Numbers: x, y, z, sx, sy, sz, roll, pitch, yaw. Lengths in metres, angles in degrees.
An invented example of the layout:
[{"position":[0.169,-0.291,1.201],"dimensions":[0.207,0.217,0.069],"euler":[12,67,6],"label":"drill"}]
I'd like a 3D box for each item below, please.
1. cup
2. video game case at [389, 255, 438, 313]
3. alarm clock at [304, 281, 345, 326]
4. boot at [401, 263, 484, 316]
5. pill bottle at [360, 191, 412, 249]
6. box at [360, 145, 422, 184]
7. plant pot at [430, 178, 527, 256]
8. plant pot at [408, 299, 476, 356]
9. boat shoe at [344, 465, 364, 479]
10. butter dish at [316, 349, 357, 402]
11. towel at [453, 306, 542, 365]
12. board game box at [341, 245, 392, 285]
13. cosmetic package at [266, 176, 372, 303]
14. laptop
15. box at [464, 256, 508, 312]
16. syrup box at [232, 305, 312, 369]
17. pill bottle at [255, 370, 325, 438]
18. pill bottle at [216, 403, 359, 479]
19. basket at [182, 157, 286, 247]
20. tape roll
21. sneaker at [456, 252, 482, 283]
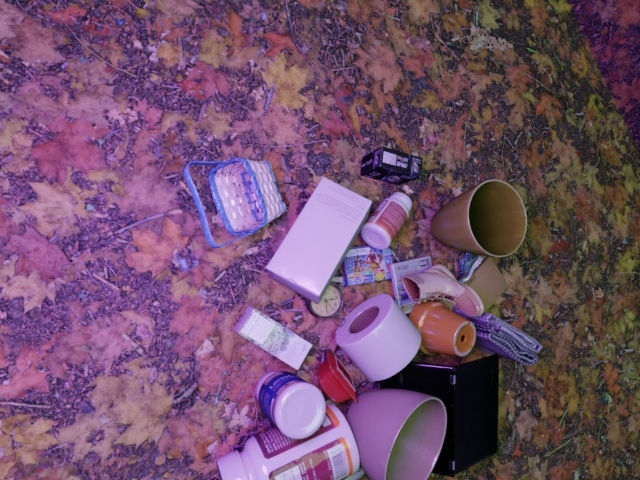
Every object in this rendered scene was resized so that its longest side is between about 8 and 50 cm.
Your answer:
[{"position":[0.221,0.619,1.366],"dimensions":[0.331,0.237,0.331],"euler":[-13,109,-41],"label":"cup"},{"position":[0.361,0.169,1.615],"dimensions":[0.212,0.023,0.193],"euler":[-9,89,-35],"label":"video game case"},{"position":[0.022,0.222,1.462],"dimensions":[0.129,0.064,0.192],"euler":[-39,97,-22],"label":"alarm clock"},{"position":[0.438,0.197,1.522],"dimensions":[0.203,0.095,0.262],"euler":[-11,45,-33],"label":"boot"},{"position":[0.250,-0.078,1.549],"dimensions":[0.121,0.121,0.216],"euler":[48,59,-12],"label":"pill bottle"},{"position":[0.263,-0.275,1.567],"dimensions":[0.180,0.147,0.077],"euler":[10,81,-23],"label":"box"},{"position":[0.565,-0.067,1.598],"dimensions":[0.274,0.293,0.275],"euler":[2,85,-23],"label":"plant pot"},{"position":[0.455,0.335,1.546],"dimensions":[0.205,0.188,0.205],"euler":[-4,97,-34],"label":"plant pot"},{"position":[0.070,0.787,1.416],"dimensions":[0.302,0.113,0.103],"euler":[-17,118,-30],"label":"boat shoe"},{"position":[0.037,0.480,1.417],"dimensions":[0.118,0.160,0.160],"euler":[-36,99,2],"label":"butter dish"},{"position":[0.670,0.377,1.637],"dimensions":[0.283,0.235,0.121],"euler":[30,80,-18],"label":"towel"},{"position":[0.174,0.087,1.556],"dimensions":[0.201,0.035,0.136],"euler":[-6,88,-24],"label":"board game box"},{"position":[0.000,0.000,1.392],"dimensions":[0.197,0.155,0.365],"euler":[29,74,9],"label":"cosmetic package"},{"position":[0.442,0.615,1.548],"dimensions":[0.408,0.236,0.382],"euler":[0,91,20],"label":"laptop"},{"position":[0.696,0.192,1.778],"dimensions":[0.201,0.021,0.164],"euler":[-38,100,-22],"label":"box"},{"position":[-0.153,0.314,1.360],"dimensions":[0.237,0.096,0.093],"euler":[36,74,-17],"label":"syrup box"},{"position":[-0.103,0.484,1.275],"dimensions":[0.153,0.264,0.153],"euler":[3,83,-24],"label":"pill bottle"},{"position":[-0.100,0.678,1.280],"dimensions":[0.392,0.224,0.224],"euler":[-15,91,-22],"label":"pill bottle"},{"position":[-0.259,-0.123,1.281],"dimensions":[0.289,0.201,0.255],"euler":[-19,92,-55],"label":"basket"},{"position":[0.195,0.326,1.430],"dimensions":[0.246,0.246,0.169],"euler":[-44,102,-20],"label":"tape roll"},{"position":[0.594,0.110,1.730],"dimensions":[0.076,0.065,0.166],"euler":[41,67,3],"label":"sneaker"}]
